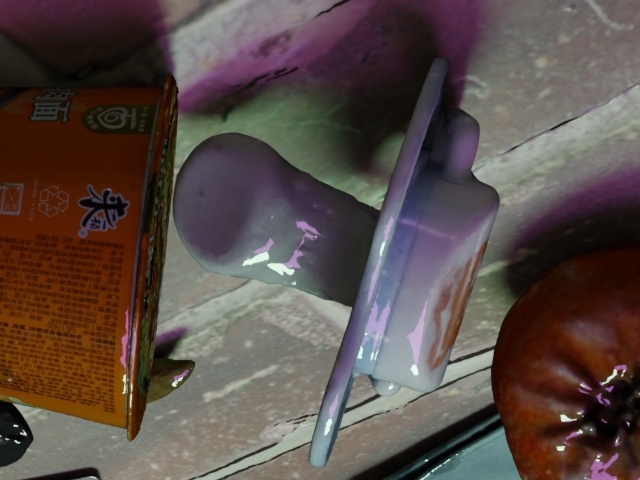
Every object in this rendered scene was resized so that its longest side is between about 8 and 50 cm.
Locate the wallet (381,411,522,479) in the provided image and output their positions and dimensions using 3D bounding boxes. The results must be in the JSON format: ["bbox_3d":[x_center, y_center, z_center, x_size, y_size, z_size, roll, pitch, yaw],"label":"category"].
[{"bbox_3d":[0.208,0.254,1.391,0.251,0.054,0.290,24,133,-40],"label":"wallet"}]

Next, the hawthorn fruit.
[{"bbox_3d":[0.271,0.117,1.095,0.242,0.242,0.271,-25,173,22],"label":"hawthorn fruit"}]

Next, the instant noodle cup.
[{"bbox_3d":[-0.189,0.003,0.813,0.182,0.230,0.230,5,144,-4],"label":"instant noodle cup"}]

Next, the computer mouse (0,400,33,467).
[{"bbox_3d":[-0.338,0.156,1.112,0.217,0.073,0.122,-18,142,25],"label":"computer mouse"}]

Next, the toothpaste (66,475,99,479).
[{"bbox_3d":[-0.246,0.322,1.397,0.096,0.061,0.266,-10,138,4],"label":"toothpaste"}]

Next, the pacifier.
[{"bbox_3d":[0.000,0.000,0.868,0.207,0.227,0.279,17,106,1],"label":"pacifier"}]

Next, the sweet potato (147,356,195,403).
[{"bbox_3d":[-0.163,0.128,1.144,0.153,0.038,0.041,-21,122,31],"label":"sweet potato"}]
